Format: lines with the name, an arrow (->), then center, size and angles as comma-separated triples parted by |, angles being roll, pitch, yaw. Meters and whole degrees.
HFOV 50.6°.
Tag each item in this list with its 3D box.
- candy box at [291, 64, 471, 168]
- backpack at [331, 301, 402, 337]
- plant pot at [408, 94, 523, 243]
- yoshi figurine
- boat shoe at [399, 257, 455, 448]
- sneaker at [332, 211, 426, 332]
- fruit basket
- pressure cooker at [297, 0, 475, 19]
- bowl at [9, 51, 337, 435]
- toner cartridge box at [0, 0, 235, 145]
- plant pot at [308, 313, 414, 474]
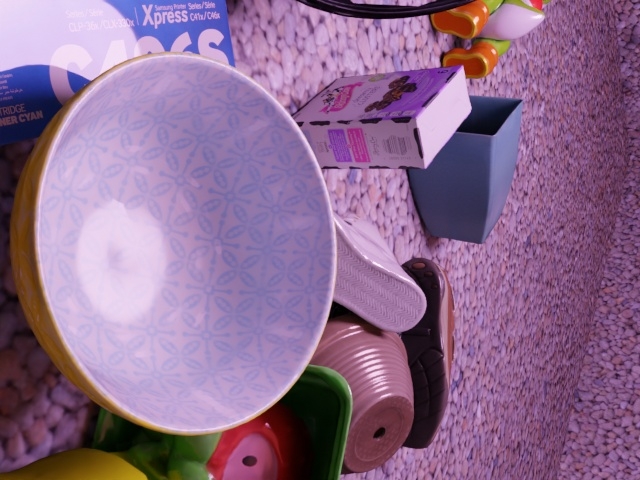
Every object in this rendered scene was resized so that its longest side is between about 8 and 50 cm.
candy box -> 0.076, -0.163, 0.901 | 0.165, 0.196, 0.070 | -49, 132, -43
backpack -> 0.072, 0.129, 1.015 | 0.084, 0.104, 0.114 | -68, 158, -61
plant pot -> 0.260, -0.123, 1.233 | 0.165, 0.165, 0.234 | -45, 138, -45
yoshi figurine -> 0.339, -0.480, 1.344 | 0.203, 0.203, 0.362 | 44, 63, -1
boat shoe -> 0.186, 0.195, 1.184 | 0.120, 0.122, 0.324 | 11, 85, -60
sneaker -> 0.000, 0.000, 0.904 | 0.292, 0.169, 0.108 | 38, 101, -22
fruit basket -> -0.139, 0.272, 0.591 | 0.392, 0.282, 0.392 | 8, 90, -74
pressure cooker -> 0.079, -0.456, 0.719 | 0.375, 0.369, 0.421 | -27, 113, -49
bowl -> -0.137, 0.006, 0.567 | 0.289, 0.156, 0.290 | 9, 78, -48
toner cartridge box -> -0.215, -0.178, 0.565 | 0.347, 0.075, 0.165 | -31, 118, -51
plant pot -> 0.043, 0.225, 0.895 | 0.237, 0.109, 0.238 | -17, 122, -30
